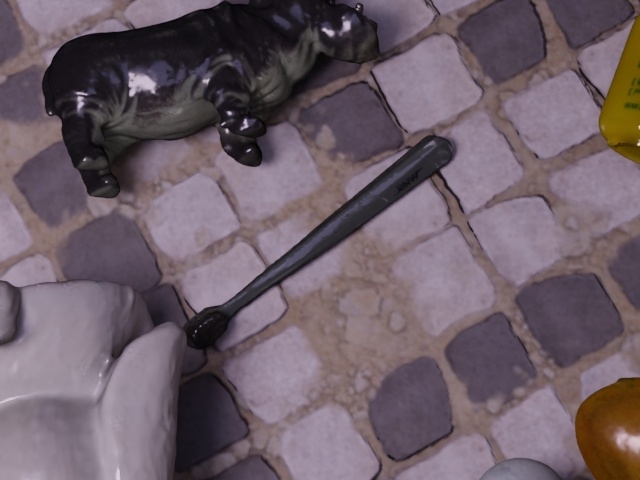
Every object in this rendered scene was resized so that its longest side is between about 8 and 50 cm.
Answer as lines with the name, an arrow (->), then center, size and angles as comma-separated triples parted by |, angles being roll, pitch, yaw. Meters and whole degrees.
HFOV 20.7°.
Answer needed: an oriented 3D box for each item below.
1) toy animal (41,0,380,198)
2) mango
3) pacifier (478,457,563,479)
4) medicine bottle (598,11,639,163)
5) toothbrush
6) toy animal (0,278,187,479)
toy animal -> -0.077, -0.156, 1.554 | 0.343, 0.106, 0.168 | -27, 69, -12
mango -> 0.322, 0.182, 1.456 | 0.227, 0.109, 0.147 | 26, 101, 7
pacifier -> 0.198, 0.273, 1.402 | 0.287, 0.238, 0.226 | -25, 53, -4
medicine bottle -> 0.343, -0.208, 1.571 | 0.111, 0.076, 0.309 | 20, 76, 5
toothbrush -> 0.000, 0.000, 1.550 | 0.297, 0.030, 0.030 | -38, 104, -9
toy animal -> -0.232, 0.176, 1.421 | 0.271, 0.206, 0.265 | -8, 72, -3
